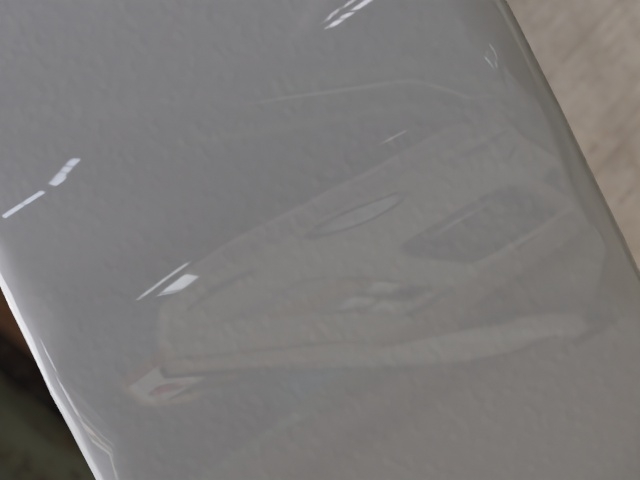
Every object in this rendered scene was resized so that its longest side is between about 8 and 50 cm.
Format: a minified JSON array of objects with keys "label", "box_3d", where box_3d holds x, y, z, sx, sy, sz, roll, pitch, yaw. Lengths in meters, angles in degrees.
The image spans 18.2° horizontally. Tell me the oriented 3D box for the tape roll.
[{"label":"tape roll","box_3d":[0.000,0.000,0.465,0.100,0.286,0.286,-26,12,1]}]
